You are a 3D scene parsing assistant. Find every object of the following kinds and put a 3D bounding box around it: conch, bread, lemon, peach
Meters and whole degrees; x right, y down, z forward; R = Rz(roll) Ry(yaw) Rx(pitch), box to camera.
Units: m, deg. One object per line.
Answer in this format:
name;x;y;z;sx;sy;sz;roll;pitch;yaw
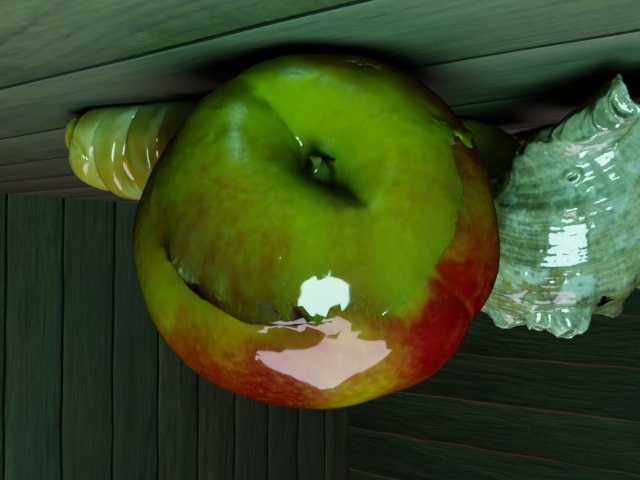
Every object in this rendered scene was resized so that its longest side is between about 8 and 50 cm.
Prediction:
conch;0.300;-0.029;0.852;0.297;0.210;0.352;-32;173;-29
bread;-0.183;-0.110;0.998;0.311;0.121;0.173;1;180;24
lemon;0.186;-0.076;1.061;0.256;0.188;0.188;5;177;-21
peach;0.000;0.000;0.757;0.370;0.370;0.370;0;179;0

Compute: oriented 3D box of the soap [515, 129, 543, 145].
soap;0.347;-0.133;1.161;0.089;0.045;0.140;26;172;-19
